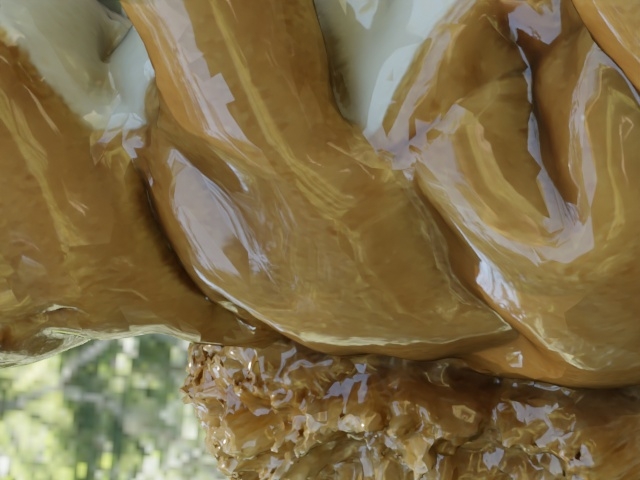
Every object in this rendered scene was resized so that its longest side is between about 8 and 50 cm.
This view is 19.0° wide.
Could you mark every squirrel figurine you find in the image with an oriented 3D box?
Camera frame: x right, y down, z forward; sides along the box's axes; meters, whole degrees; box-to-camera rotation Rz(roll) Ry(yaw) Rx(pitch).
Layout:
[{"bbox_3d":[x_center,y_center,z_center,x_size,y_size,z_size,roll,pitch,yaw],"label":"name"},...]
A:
[{"bbox_3d":[0.000,0.000,0.785,0.281,0.370,0.397,-93,-18,-53],"label":"squirrel figurine"}]
